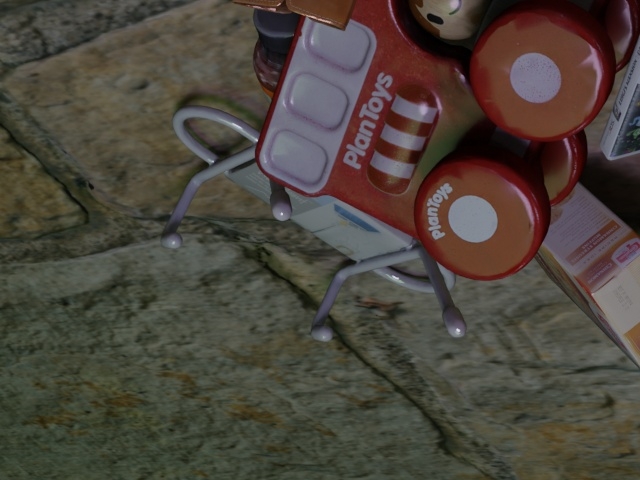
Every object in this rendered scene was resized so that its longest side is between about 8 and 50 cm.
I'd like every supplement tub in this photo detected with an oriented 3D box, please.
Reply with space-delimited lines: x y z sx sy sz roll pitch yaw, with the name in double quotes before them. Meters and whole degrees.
"supplement tub" 0.005 -0.134 1.271 0.106 0.106 0.198 5 145 26

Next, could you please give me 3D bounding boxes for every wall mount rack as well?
"wall mount rack" 0.000 0.000 1.425 0.350 0.130 0.304 33 158 -20

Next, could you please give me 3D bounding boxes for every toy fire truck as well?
"toy fire truck" 0.094 -0.132 1.115 0.254 0.169 0.302 26 122 10

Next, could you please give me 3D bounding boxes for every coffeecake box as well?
"coffeecake box" 0.247 0.021 1.300 0.142 0.068 0.185 49 -178 -38

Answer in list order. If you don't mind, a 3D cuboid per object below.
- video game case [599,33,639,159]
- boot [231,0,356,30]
"video game case" 0.309 -0.137 1.061 0.190 0.022 0.173 -16 150 -13
"boot" -0.041 -0.246 1.063 0.197 0.152 0.073 20 -173 21
